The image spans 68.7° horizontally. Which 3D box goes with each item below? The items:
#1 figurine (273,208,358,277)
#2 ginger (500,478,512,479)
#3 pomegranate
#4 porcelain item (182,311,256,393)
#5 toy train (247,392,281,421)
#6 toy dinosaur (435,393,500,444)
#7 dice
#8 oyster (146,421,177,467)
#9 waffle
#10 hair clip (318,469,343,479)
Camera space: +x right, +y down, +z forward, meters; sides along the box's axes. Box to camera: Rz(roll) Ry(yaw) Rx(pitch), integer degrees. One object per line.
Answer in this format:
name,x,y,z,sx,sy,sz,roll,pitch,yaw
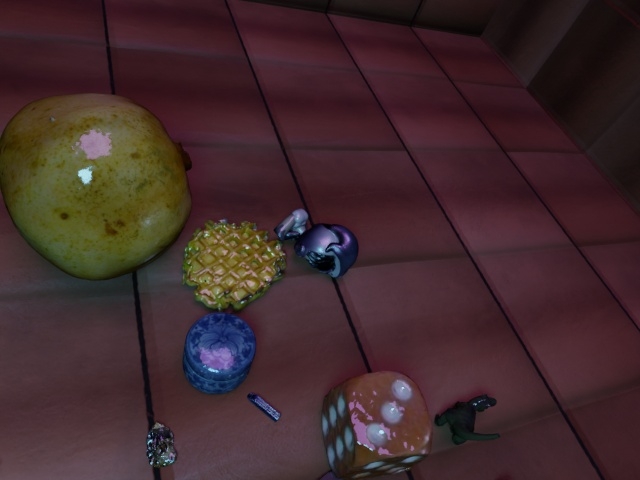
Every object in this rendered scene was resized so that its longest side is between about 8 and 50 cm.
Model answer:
figurine,0.000,0.000,1.263,0.222,0.145,0.145,37,48,12
ginger,0.344,0.604,0.942,0.089,0.075,0.288,30,51,10
pomegranate,-0.457,-0.127,0.999,0.417,0.416,0.416,11,49,-13
porcelain item,-0.213,0.235,0.989,0.147,0.114,0.147,11,48,-13
toy train,-0.121,0.351,0.994,0.083,0.017,0.017,36,47,10
toy dinosaur,0.343,0.381,1.049,0.087,0.178,0.187,43,47,14
dice,0.108,0.378,0.961,0.180,0.174,0.173,1,52,-17
oyster,-0.304,0.385,0.889,0.054,0.019,0.083,-7,55,-26
waffle,-0.209,0.053,1.179,0.263,0.060,0.280,8,50,-16
hair clip,-0.003,0.503,0.912,0.137,0.022,0.054,-23,66,-35
